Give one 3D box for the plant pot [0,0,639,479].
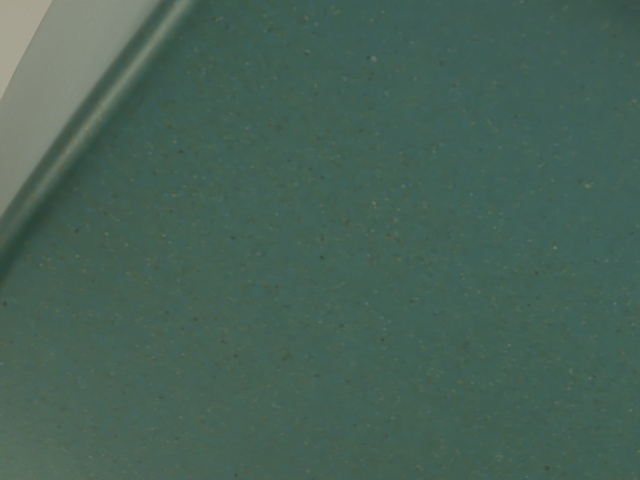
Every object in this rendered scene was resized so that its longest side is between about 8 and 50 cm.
[{"bbox_3d":[0.000,0.000,0.436,0.234,0.165,0.165,-47,-160,23],"label":"plant pot"}]
